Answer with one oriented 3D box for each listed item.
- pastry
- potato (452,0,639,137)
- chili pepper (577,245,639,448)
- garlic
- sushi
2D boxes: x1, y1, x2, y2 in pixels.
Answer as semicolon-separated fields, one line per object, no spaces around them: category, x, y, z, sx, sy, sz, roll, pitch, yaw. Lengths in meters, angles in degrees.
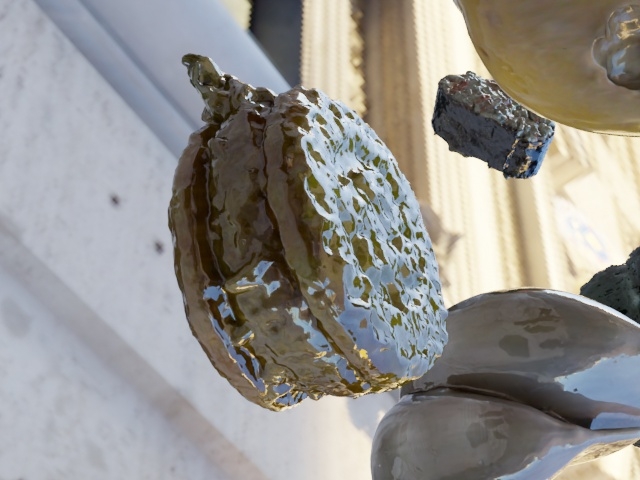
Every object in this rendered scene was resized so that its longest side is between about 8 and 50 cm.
pastry;0.000;0.000;1.024;0.132;0.240;0.235;-12;-119;23
potato;0.158;-0.122;0.549;0.234;0.150;0.146;-23;-172;42
chili pepper;0.445;0.149;1.784;0.233;0.248;0.256;-48;-142;23
garlic;0.204;0.187;1.390;0.340;0.246;0.231;-8;-142;24
sushi;0.201;-0.138;1.666;0.150;0.078;0.090;33;-137;24
